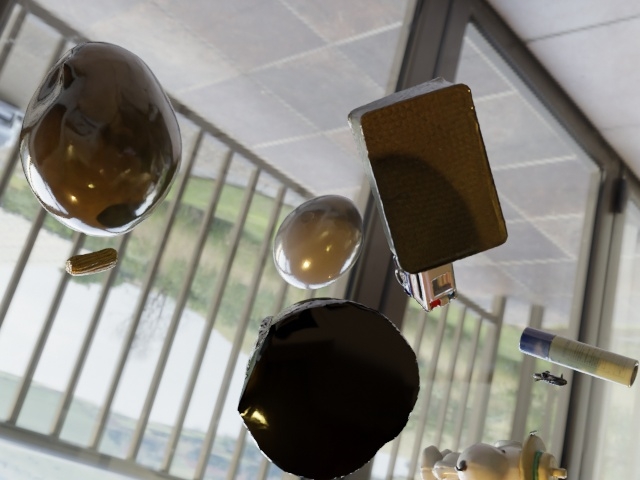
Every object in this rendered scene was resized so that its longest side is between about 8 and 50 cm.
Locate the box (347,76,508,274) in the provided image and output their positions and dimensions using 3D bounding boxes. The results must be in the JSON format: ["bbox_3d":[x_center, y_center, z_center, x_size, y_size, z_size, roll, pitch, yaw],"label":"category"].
[{"bbox_3d":[0.168,-0.107,1.336,0.184,0.273,0.143,-19,-164,-2],"label":"box"}]

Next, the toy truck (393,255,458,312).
[{"bbox_3d":[0.269,0.037,2.138,0.155,0.124,0.268,50,161,49],"label":"toy truck"}]

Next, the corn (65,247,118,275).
[{"bbox_3d":[-0.365,0.035,1.328,0.037,0.037,0.092,-4,-175,40],"label":"corn"}]

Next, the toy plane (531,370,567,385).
[{"bbox_3d":[0.541,0.325,1.959,0.083,0.031,0.078,3,-178,33],"label":"toy plane"}]

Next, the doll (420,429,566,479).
[{"bbox_3d":[0.326,0.437,1.605,0.208,0.144,0.271,10,162,-8],"label":"doll"}]

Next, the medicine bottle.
[{"bbox_3d":[0.522,0.234,1.688,0.231,0.059,0.059,17,163,33],"label":"medicine bottle"}]

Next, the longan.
[{"bbox_3d":[-0.381,-0.175,1.437,0.288,0.350,0.288,-2,155,-1],"label":"longan"}]

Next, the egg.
[{"bbox_3d":[0.000,0.000,1.749,0.176,0.176,0.232,25,124,-26],"label":"egg"}]

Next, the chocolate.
[{"bbox_3d":[-0.003,0.205,1.281,0.284,0.283,0.186,23,-176,-21],"label":"chocolate"}]
